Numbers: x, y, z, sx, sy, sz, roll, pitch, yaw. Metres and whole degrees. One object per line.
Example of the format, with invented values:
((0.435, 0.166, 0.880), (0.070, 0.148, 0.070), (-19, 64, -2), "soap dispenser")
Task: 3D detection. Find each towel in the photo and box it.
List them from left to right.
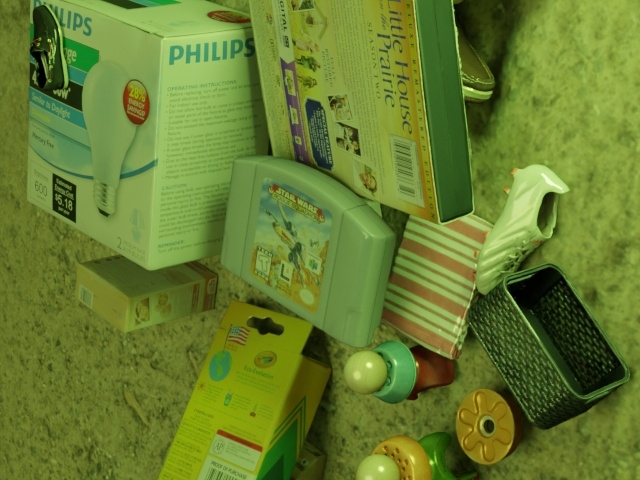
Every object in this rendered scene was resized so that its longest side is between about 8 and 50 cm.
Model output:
((0.161, 0.048, 1.806), (0.144, 0.029, 0.197), (27, 106, 38), "towel")

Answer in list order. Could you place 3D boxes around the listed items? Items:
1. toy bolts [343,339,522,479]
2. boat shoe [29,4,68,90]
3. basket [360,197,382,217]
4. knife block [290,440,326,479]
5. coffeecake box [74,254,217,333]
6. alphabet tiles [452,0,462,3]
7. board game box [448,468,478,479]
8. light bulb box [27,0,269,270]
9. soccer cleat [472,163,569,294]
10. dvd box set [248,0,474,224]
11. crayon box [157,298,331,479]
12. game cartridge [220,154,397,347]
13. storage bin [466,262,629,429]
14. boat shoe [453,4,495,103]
((0.130, 0.232, 1.778), (0.218, 0.159, 0.228), (-38, 61, 39), "toy bolts")
((-0.417, -0.292, 2.002), (0.049, 0.042, 0.133), (-10, 90, 50), "boat shoe")
((0.000, 0.000, 1.923), (0.167, 0.103, 0.113), (2, 103, 45), "basket")
((-0.067, 0.474, 2.151), (0.088, 0.242, 0.275), (31, 76, 36), "knife block")
((-0.287, 0.076, 2.185), (0.142, 0.186, 0.068), (29, 120, 39), "coffeecake box")
((0.176, -0.443, 1.633), (0.278, 0.021, 0.284), (-29, 65, 44), "alphabet tiles")
((0.189, 0.419, 1.880), (0.092, 0.043, 0.181), (-4, 97, 47), "board game box")
((-0.272, -0.194, 2.069), (0.358, 0.225, 0.360), (25, 118, 41), "light bulb box")
((0.253, -0.004, 1.686), (0.076, 0.068, 0.196), (36, 122, 31), "soccer cleat")
((0.041, -0.213, 1.753), (0.420, 0.062, 0.307), (23, 128, 56), "dvd box set")
((-0.110, 0.266, 2.058), (0.202, 0.081, 0.318), (14, 79, 45), "crayon box")
((-0.025, 0.000, 1.836), (0.297, 0.062, 0.198), (30, 125, 38), "game cartridge")
((0.282, 0.130, 1.647), (0.084, 0.122, 0.180), (-47, 66, 42), "storage bin")
((0.139, -0.281, 1.711), (0.257, 0.095, 0.095), (46, 126, 29), "boat shoe")
